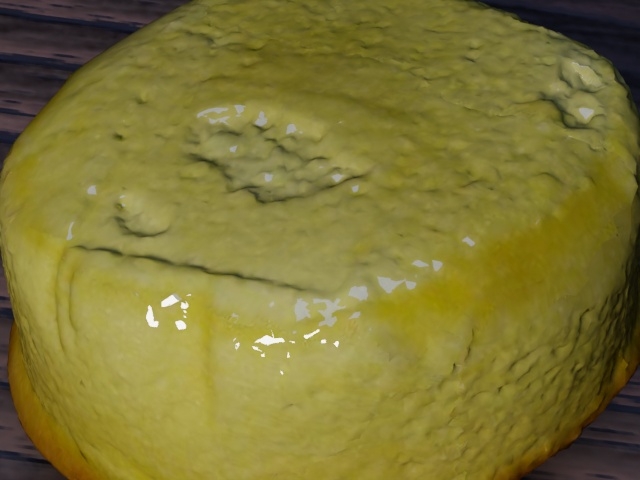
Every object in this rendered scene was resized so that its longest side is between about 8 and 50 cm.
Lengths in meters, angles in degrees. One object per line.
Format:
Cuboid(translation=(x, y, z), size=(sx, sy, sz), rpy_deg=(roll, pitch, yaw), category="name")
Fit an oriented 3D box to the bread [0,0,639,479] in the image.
Cuboid(translation=(0.000, 0.000, 0.592), size=(0.270, 0.148, 0.270), rpy_deg=(-3, 39, 3), category="bread")
